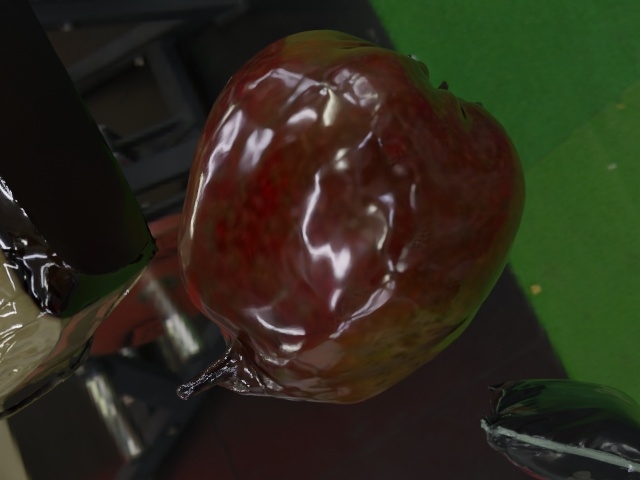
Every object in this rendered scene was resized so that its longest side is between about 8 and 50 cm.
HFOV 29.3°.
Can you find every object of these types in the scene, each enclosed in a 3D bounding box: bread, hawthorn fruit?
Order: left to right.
[{"bbox_3d":[-0.200,-0.017,0.566,0.212,0.142,0.224,-22,99,35],"label":"bread"},{"bbox_3d":[0.000,0.000,0.737,0.248,0.208,0.208,-51,56,5],"label":"hawthorn fruit"}]

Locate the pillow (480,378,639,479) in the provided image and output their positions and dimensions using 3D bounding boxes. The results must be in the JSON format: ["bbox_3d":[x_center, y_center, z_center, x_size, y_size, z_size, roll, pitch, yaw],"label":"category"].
[{"bbox_3d":[0.127,0.094,0.611,0.090,0.150,0.048,1,90,9],"label":"pillow"}]
